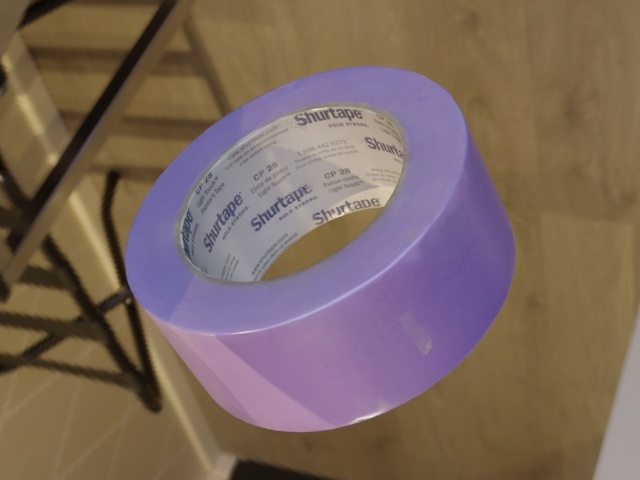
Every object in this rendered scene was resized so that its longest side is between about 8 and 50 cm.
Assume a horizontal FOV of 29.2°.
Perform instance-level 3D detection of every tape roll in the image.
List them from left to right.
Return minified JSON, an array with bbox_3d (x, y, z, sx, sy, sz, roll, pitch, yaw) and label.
[{"bbox_3d":[0.000,0.000,0.637,0.189,0.189,0.080,0,138,32],"label":"tape roll"}]
